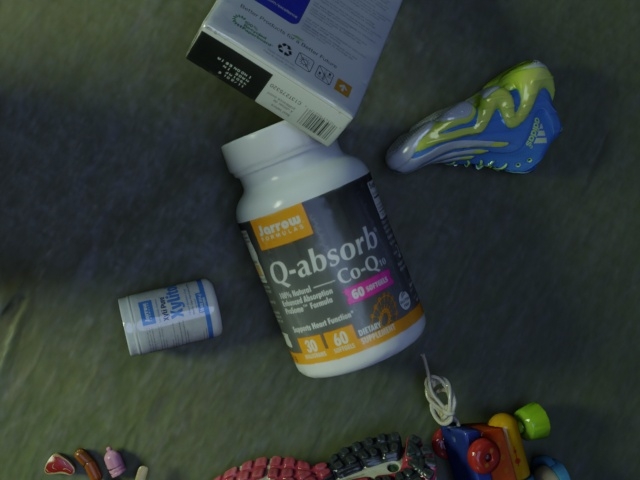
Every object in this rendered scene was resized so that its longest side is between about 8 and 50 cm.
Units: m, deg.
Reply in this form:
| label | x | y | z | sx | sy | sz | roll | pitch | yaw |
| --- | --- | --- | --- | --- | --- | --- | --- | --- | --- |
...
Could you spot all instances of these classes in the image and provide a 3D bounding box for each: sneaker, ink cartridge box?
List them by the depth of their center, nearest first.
| label | x | y | z | sx | sy | sz | roll | pitch | yaw |
| --- | --- | --- | --- | --- | --- | --- | --- | --- | --- |
| ink cartridge box | 0.002 | -0.285 | 1.013 | 0.176 | 0.069 | 0.371 | 31 | 54 | -12 |
| sneaker | -0.006 | 0.322 | 1.064 | 0.299 | 0.121 | 0.112 | -9 | 125 | -5 |
| sneaker | 0.200 | -0.117 | 1.104 | 0.240 | 0.091 | 0.126 | -31 | 99 | -11 |

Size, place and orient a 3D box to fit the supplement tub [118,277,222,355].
| label | x | y | z | sx | sy | sz | roll | pitch | yaw |
| --- | --- | --- | --- | --- | --- | --- | --- | --- | --- |
| supplement tub | -0.170 | 0.087 | 1.036 | 0.107 | 0.071 | 0.071 | -13 | 95 | -13 |

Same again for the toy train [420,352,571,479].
| label | x | y | z | sx | sy | sz | roll | pitch | yaw |
| --- | --- | --- | --- | --- | --- | --- | --- | --- | --- |
| toy train | 0.218 | 0.234 | 1.119 | 0.143 | 0.105 | 0.248 | -18 | 96 | -22 |

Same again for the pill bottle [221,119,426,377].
| label | x | y | z | sx | sy | sz | roll | pitch | yaw |
| --- | --- | --- | --- | --- | --- | --- | --- | --- | --- |
| pill bottle | 0.000 | 0.000 | 1.025 | 0.162 | 0.162 | 0.278 | -24 | 97 | -11 |

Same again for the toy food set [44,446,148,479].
| label | x | y | z | sx | sy | sz | roll | pitch | yaw |
| --- | --- | --- | --- | --- | --- | --- | --- | --- | --- |
| toy food set | -0.264 | 0.273 | 1.049 | 0.122 | 0.019 | 0.078 | 14 | 88 | -5 |
